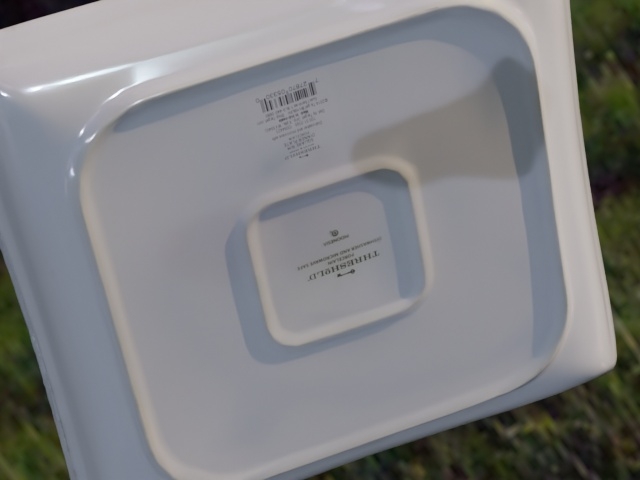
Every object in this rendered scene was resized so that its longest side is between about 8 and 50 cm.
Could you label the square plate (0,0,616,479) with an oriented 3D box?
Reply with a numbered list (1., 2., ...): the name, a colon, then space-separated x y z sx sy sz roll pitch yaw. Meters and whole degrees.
1. square plate: 0.000 0.000 1.095 0.347 0.344 0.049 -18 33 -10
